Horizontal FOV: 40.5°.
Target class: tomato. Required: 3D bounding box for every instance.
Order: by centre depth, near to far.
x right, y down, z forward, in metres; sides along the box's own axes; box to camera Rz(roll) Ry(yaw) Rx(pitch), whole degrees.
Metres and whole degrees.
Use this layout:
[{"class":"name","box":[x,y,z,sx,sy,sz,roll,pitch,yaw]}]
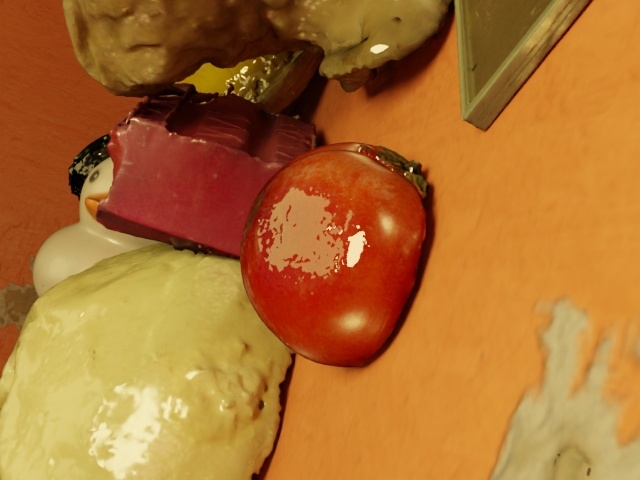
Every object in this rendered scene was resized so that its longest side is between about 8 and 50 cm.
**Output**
[{"class":"tomato","box":[0.000,0.000,0.544,0.159,0.091,0.139,-109,41,-63]}]

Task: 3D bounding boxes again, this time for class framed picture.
[{"class":"framed picture","box":[0.123,-0.178,0.500,0.150,0.015,0.203,-54,21,41]}]

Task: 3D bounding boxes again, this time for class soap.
[{"class":"soap","box":[-0.086,-0.073,0.769,0.250,0.162,0.099,-88,11,-71]}]

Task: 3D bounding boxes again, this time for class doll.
[{"class":"doll","box":[-0.216,0.005,1.016,0.251,0.221,0.221,46,-119,-71]}]

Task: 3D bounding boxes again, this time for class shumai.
[{"class":"shumai","box":[-0.021,-0.240,0.629,0.267,0.262,0.314,-43,-35,-64]}]

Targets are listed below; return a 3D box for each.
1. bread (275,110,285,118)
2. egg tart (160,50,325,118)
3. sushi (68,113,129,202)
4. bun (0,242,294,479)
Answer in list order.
[{"class":"bread","box":[-0.072,-0.118,0.992,0.066,0.060,0.110,-40,27,37]},{"class":"egg tart","box":[-0.106,-0.222,0.983,0.294,0.116,0.295,-32,32,23]},{"class":"sushi","box":[-0.227,-0.094,1.170,0.225,0.127,0.124,-25,-19,-41]},{"class":"bun","box":[-0.177,0.152,0.740,0.364,0.202,0.364,-55,23,36]}]
